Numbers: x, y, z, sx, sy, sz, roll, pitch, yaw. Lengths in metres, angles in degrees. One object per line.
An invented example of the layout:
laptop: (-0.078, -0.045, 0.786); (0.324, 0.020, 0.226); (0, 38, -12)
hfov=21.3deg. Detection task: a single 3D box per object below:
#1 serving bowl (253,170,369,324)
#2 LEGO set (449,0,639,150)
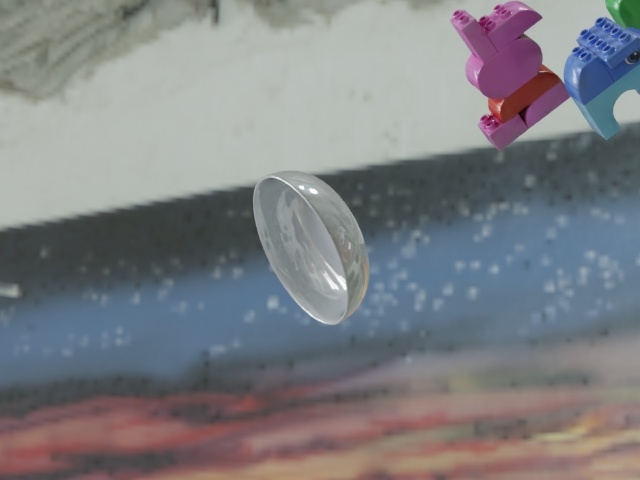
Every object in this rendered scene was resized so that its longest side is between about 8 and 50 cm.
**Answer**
serving bowl: (0.000, 0.000, 0.863); (0.027, 0.083, 0.083); (-26, -22, -24)
LEGO set: (0.162, -0.138, 0.827); (0.227, 0.087, 0.093); (-37, -64, 2)
